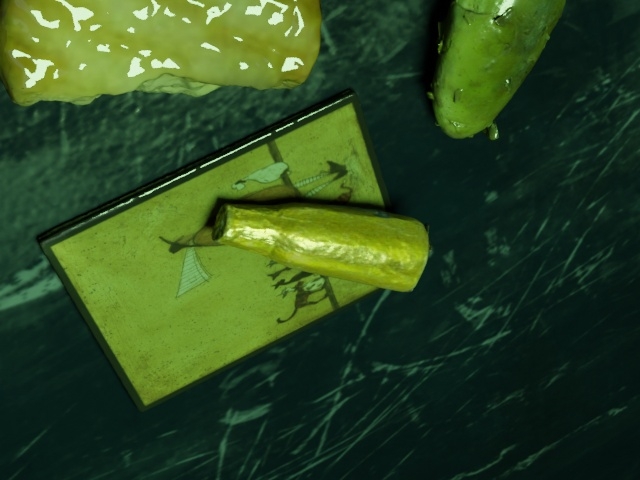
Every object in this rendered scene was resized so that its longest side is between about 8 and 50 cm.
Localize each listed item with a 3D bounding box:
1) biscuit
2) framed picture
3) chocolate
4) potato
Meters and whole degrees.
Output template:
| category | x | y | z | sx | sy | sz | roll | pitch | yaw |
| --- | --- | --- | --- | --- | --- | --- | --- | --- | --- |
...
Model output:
| category | x | y | z | sx | sy | sz | roll | pitch | yaw |
| --- | --- | --- | --- | --- | --- | --- | --- | --- | --- |
| biscuit | -0.125 | -0.204 | 0.841 | 0.274 | 0.091 | 0.213 | 1 | 123 | -24 |
| framed picture | -0.081 | 0.019 | 1.057 | 0.339 | 0.014 | 0.255 | -26 | 128 | -8 |
| chocolate | 0.000 | 0.000 | 1.025 | 0.219 | 0.085 | 0.085 | 9 | 117 | -25 |
| potato | 0.165 | -0.195 | 0.982 | 0.117 | 0.090 | 0.225 | -5 | 130 | -30 |
